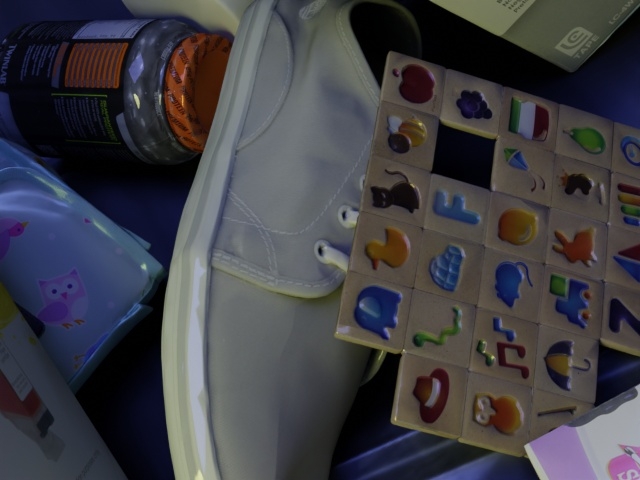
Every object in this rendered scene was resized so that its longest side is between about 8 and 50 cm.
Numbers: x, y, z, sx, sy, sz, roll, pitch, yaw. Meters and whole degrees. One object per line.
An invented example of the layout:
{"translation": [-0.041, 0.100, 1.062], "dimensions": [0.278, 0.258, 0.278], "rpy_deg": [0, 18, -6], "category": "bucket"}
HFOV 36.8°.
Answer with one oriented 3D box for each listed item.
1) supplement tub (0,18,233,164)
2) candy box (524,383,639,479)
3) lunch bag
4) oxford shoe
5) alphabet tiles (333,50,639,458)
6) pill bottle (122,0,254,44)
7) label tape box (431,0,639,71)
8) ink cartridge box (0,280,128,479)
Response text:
{"translation": [-0.163, -0.121, 0.784], "dimensions": [0.190, 0.117, 0.117], "rpy_deg": [6, 65, 26], "category": "supplement tub"}
{"translation": [0.173, 0.170, 0.418], "dimensions": [0.070, 0.196, 0.164], "rpy_deg": [-29, 54, 6], "category": "candy box"}
{"translation": [-0.265, 0.036, 0.717], "dimensions": [0.262, 0.160, 0.223], "rpy_deg": [34, 80, 27], "category": "lunch bag"}
{"translation": [0.000, 0.000, 0.618], "dimensions": [0.130, 0.169, 0.449], "rpy_deg": [-6, 55, 19], "category": "oxford shoe"}
{"translation": [0.116, 0.010, 0.580], "dimensions": [0.198, 0.009, 0.237], "rpy_deg": [16, 65, -9], "category": "alphabet tiles"}
{"translation": [-0.053, -0.289, 0.809], "dimensions": [0.153, 0.153, 0.264], "rpy_deg": [18, 71, 31], "category": "pill bottle"}
{"translation": [0.049, -0.274, 0.633], "dimensions": [0.115, 0.348, 0.249], "rpy_deg": [-46, 50, 28], "category": "label tape box"}
{"translation": [-0.302, 0.133, 0.545], "dimensions": [0.279, 0.160, 0.384], "rpy_deg": [-30, 97, 7], "category": "ink cartridge box"}
